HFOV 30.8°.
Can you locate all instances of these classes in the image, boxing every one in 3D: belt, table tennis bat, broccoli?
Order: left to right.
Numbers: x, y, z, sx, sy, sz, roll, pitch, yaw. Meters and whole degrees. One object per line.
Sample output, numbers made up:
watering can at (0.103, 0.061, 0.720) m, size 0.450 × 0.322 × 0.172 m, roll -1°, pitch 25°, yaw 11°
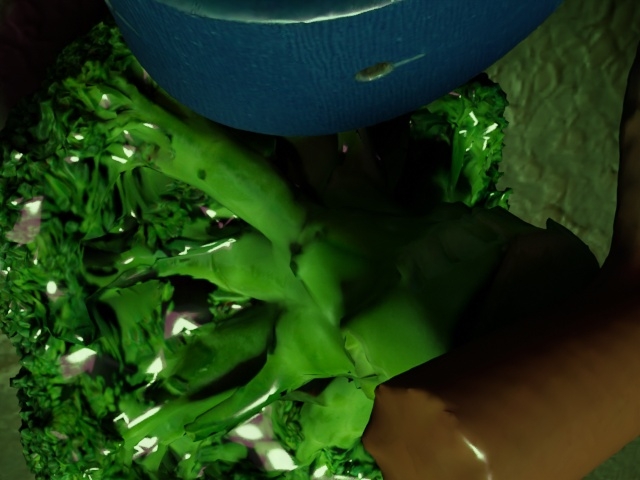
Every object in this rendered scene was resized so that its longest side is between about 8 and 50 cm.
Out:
broccoli at (0.000, 0.000, 0.529) m, size 0.297 × 0.297 × 0.297 m, roll -9°, pitch 104°, yaw -40°
belt at (0.039, -0.206, 0.407) m, size 0.212 × 0.117 × 0.347 m, roll 25°, pitch 79°, yaw 10°
table tennis bat at (0.185, 0.002, 0.448) m, size 0.415 × 0.051 × 0.268 m, roll -23°, pitch 99°, yaw -35°
